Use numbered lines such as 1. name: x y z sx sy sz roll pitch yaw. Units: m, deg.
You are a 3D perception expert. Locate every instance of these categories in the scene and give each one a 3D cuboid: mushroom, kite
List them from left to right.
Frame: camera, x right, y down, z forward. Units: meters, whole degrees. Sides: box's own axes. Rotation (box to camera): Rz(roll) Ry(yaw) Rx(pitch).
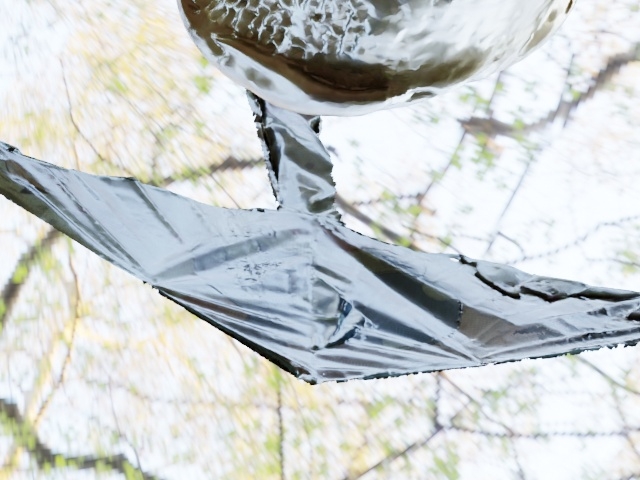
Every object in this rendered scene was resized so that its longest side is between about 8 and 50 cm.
1. kite: 0.000 0.000 0.749 0.335 0.314 0.011 12 -114 6
2. mushroom: 0.050 -0.132 0.363 0.122 0.351 0.095 -7 -111 -22
